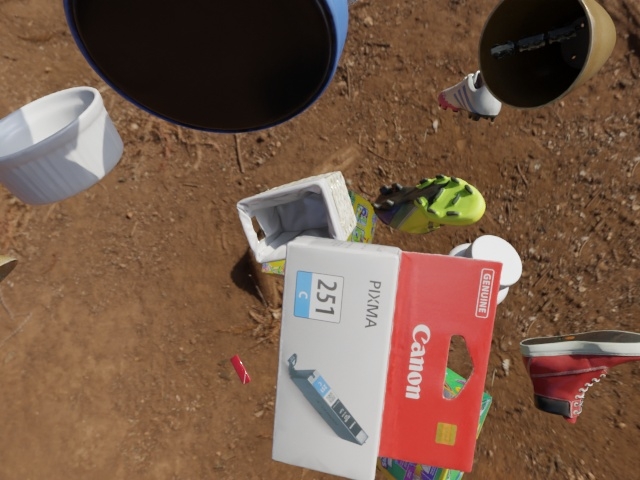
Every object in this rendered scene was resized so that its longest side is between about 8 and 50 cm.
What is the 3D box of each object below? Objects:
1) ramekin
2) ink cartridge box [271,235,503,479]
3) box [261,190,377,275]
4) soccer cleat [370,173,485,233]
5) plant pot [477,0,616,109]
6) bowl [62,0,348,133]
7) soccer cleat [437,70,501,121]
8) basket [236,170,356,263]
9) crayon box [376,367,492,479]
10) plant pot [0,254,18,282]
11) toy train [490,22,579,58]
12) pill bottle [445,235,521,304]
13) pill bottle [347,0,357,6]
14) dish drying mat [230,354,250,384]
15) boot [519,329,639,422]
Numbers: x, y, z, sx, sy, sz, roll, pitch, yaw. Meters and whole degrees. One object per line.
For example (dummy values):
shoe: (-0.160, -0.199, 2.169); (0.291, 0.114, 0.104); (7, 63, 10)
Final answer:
ramekin: (-0.569, -0.200, 0.979); (0.277, 0.135, 0.277); (-12, 42, 11)
ink cartridge box: (0.078, 0.156, 0.575); (0.261, 0.066, 0.296); (6, 100, 12)
box: (0.000, 0.000, 1.459); (0.290, 0.177, 0.279); (3, 76, 36)
soccer cleat: (0.220, -0.060, 0.900); (0.093, 0.121, 0.289); (-58, 27, -13)
plant pot: (0.512, -0.419, 0.976); (0.237, 0.254, 0.237); (30, 131, 43)
bowl: (-0.155, -0.295, 0.646); (0.391, 0.391, 0.077); (-10, 62, 18)
soccer cleat: (0.491, -0.483, 1.485); (0.116, 0.331, 0.143); (0, 115, -13)
basket: (-0.034, -0.040, 0.754); (0.167, 0.103, 0.113); (-11, 105, 28)
crayon box: (0.230, 0.412, 0.970); (0.165, 0.081, 0.278); (29, 109, 45)
plant pot: (-0.498, 0.095, 0.574); (0.236, 0.236, 0.032); (-39, 105, 8)
toy train: (0.420, -0.390, 0.898); (0.158, 0.036, 0.027); (-7, 79, 28)
pill bottle: (0.401, 0.126, 1.282); (0.188, 0.334, 0.188); (8, 59, -13)
pill bottle: (-0.034, -0.496, 0.681); (0.161, 0.283, 0.161); (-18, 62, 37)
dish drying mat: (-0.228, 0.368, 1.295); (0.032, 0.008, 0.083); (-38, 77, 28)
boot: (0.556, 0.283, 0.934); (0.244, 0.088, 0.176); (-16, 86, 35)
